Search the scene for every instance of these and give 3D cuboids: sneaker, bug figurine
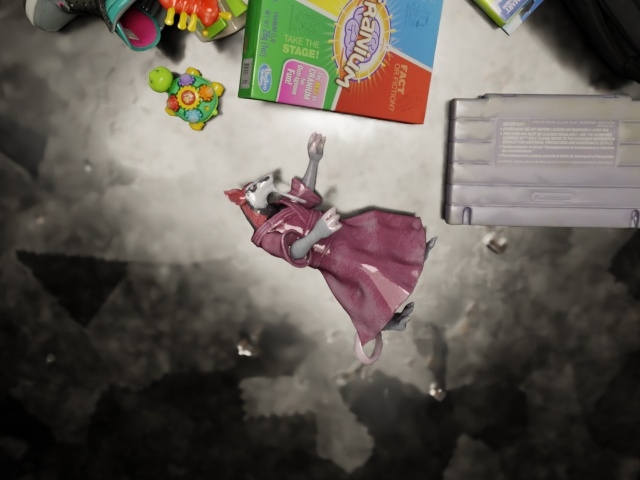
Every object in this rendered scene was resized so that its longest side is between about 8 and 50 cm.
[{"bbox_3d":[-0.340,-0.371,1.008,0.296,0.124,0.178,-26,93,35],"label":"sneaker"},{"bbox_3d":[-0.204,-0.441,0.897,0.216,0.072,0.278,17,91,-16],"label":"bug figurine"}]

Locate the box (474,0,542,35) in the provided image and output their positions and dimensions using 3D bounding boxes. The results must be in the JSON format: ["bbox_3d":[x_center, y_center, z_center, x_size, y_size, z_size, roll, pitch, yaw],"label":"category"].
[{"bbox_3d":[0.296,-0.447,1.063,0.178,0.042,0.109,43,98,-5],"label":"box"}]

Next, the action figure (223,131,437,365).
[{"bbox_3d":[0.000,0.000,1.100,0.370,0.248,0.275,23,126,-3],"label":"action figure"}]

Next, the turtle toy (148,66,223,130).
[{"bbox_3d":[-0.235,-0.253,1.096,0.130,0.066,0.095,31,99,-4],"label":"turtle toy"}]

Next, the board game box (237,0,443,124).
[{"bbox_3d":[0.039,-0.324,1.010,0.317,0.064,0.242,2,101,-27],"label":"board game box"}]

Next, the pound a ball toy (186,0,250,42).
[{"bbox_3d":[-0.233,-0.486,1.042,0.208,0.136,0.319,-24,103,36],"label":"pound a ball toy"}]

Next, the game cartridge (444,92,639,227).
[{"bbox_3d":[0.401,-0.138,1.106,0.355,0.068,0.230,2,96,1],"label":"game cartridge"}]

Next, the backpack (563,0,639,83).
[{"bbox_3d":[0.493,-0.407,0.949,0.273,0.290,0.355,-30,109,-13],"label":"backpack"}]
